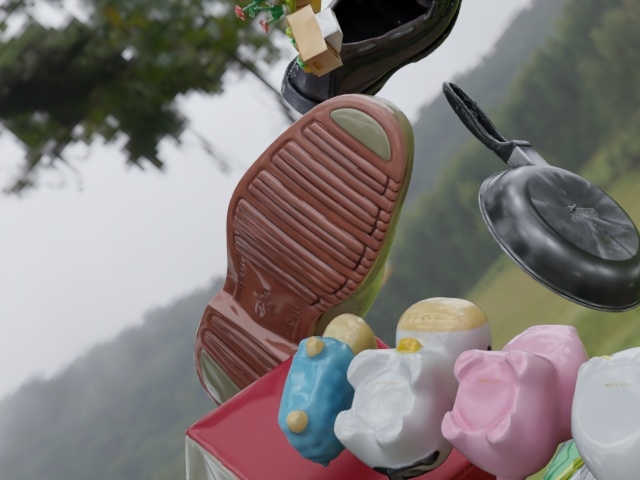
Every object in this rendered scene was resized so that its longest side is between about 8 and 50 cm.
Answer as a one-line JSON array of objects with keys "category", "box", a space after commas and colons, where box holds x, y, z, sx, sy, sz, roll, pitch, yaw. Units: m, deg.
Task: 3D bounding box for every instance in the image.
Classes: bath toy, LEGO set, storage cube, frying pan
[{"category": "bath toy", "box": [0.139, 0.118, 1.325, 0.348, 0.129, 0.151, 2, 63, 42]}, {"category": "LEGO set", "box": [-0.071, -0.268, 1.530, 0.107, 0.287, 0.132, -15, 7, -12]}, {"category": "storage cube", "box": [0.013, 0.219, 1.549, 0.193, 0.215, 0.183, -34, -33, -32]}, {"category": "frying pan", "box": [0.241, -0.051, 1.866, 0.053, 0.197, 0.326, -56, 27, 33]}]

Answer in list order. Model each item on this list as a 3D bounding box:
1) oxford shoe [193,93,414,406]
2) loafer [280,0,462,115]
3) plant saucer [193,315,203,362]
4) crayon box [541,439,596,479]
[{"category": "oxford shoe", "box": [0.000, 0.000, 1.654, 0.146, 0.140, 0.397, -36, -17, -43]}, {"category": "loafer", "box": [0.068, -0.232, 1.835, 0.302, 0.109, 0.095, -49, -16, -40]}, {"category": "plant saucer", "box": [-0.063, 0.128, 2.144, 0.168, 0.168, 0.029, -50, -8, -3]}, {"category": "crayon box", "box": [0.329, 0.269, 1.569, 0.363, 0.106, 0.313, 4, 54, 54]}]
